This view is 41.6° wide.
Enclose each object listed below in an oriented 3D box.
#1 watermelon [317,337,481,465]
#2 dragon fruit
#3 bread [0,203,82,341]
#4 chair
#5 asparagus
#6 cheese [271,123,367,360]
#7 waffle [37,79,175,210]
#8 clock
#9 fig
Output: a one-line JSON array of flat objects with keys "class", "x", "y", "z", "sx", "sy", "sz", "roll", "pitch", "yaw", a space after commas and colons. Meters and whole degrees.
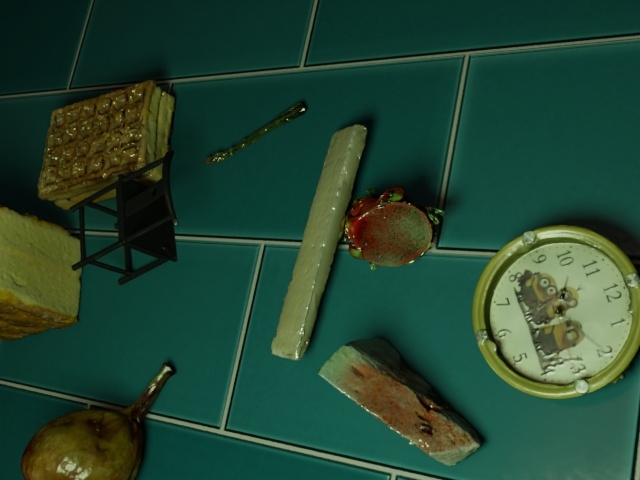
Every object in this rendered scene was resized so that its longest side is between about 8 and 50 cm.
[{"class": "watermelon", "x": 0.113, "y": 0.231, "z": 1.188, "sx": 0.241, "sy": 0.154, "sz": 0.094, "roll": 38, "pitch": 96, "yaw": 24}, {"class": "dragon fruit", "x": 0.091, "y": -0.028, "z": 1.291, "sx": 0.175, "sy": 0.142, "sz": 0.138, "roll": -139, "pitch": 46, "yaw": -57}, {"class": "bread", "x": -0.662, "y": 0.070, "z": 1.674, "sx": 0.279, "sy": 0.279, "sz": 0.207, "roll": -15, "pitch": 63, "yaw": 31}, {"class": "chair", "x": -0.331, "y": -0.038, "z": 1.567, "sx": 0.260, "sy": 0.141, "sz": 0.154, "roll": -24, "pitch": 62, "yaw": 27}, {"class": "asparagus", "x": -0.123, "y": -0.192, "z": 1.556, "sx": 0.233, "sy": 0.022, "sz": 0.023, "roll": -27, "pitch": 104, "yaw": 21}, {"class": "cheese", "x": -0.001, "y": -0.001, "z": 1.382, "sx": 0.085, "sy": 0.034, "sz": 0.400, "roll": 2, "pitch": 74, "yaw": 60}, {"class": "waffle", "x": -0.439, "y": -0.194, "z": 1.728, "sx": 0.308, "sy": 0.091, "sz": 0.212, "roll": -10, "pitch": 68, "yaw": 31}, {"class": "clock", "x": 0.320, "y": 0.097, "z": 1.130, "sx": 0.237, "sy": 0.057, "sz": 0.237, "roll": -11, "pitch": 70, "yaw": 31}, {"class": "fig", "x": -0.359, "y": 0.344, "z": 1.439, "sx": 0.290, "sy": 0.190, "sz": 0.190, "roll": -36, "pitch": 56, "yaw": 2}]
